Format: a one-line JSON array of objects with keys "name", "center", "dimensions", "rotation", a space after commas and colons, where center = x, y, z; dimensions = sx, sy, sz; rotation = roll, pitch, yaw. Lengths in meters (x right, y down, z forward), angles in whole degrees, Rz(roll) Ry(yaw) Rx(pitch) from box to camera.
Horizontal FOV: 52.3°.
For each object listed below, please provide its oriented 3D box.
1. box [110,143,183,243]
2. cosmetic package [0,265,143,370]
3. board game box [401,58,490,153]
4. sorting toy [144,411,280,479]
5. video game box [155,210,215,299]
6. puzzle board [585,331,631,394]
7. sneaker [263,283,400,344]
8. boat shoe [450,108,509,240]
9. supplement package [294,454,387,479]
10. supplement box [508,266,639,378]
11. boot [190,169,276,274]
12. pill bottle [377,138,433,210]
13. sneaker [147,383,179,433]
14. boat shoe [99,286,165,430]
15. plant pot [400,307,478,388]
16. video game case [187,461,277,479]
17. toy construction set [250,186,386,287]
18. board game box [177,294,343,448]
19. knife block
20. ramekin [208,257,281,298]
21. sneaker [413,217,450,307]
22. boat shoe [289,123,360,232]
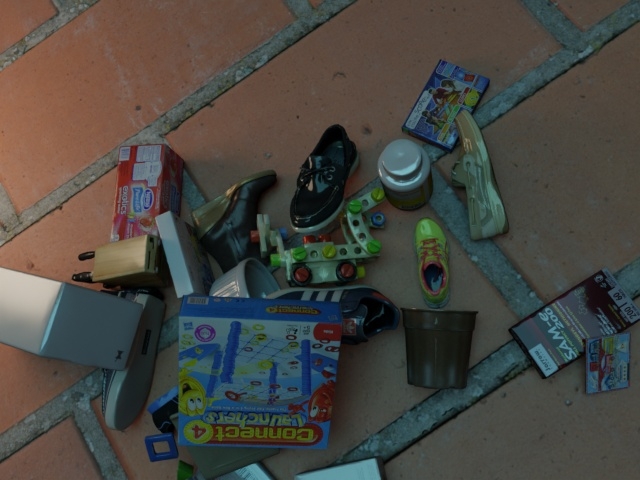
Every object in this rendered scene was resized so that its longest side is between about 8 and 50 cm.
[{"name": "box", "center": [-0.432, -0.102, 1.637], "dimensions": [0.128, 0.122, 0.256], "rotation": [-2, 76, 12]}, {"name": "cosmetic package", "center": [-0.658, 0.162, 1.496], "dimensions": [0.453, 0.230, 0.161], "rotation": [8, 77, 33]}, {"name": "board game box", "center": [0.304, -0.327, 1.583], "dimensions": [0.136, 0.035, 0.201], "rotation": [28, 83, 17]}, {"name": "sorting toy", "center": [-0.204, 0.416, 1.421], "dimensions": [0.348, 0.047, 0.196], "rotation": [-22, 111, 4]}, {"name": "video game box", "center": [-0.309, 0.051, 1.539], "dimensions": [0.048, 0.187, 0.205], "rotation": [-22, 72, 8]}, {"name": "puzzle board", "center": [0.593, 0.254, 1.340], "dimensions": [0.096, 0.011, 0.128], "rotation": [-8, 106, -5]}, {"name": "sneaker", "center": [0.013, 0.169, 1.368], "dimensions": [0.350, 0.148, 0.131], "rotation": [-12, 109, -29]}, {"name": "boat shoe", "center": [0.345, -0.151, 1.490], "dimensions": [0.098, 0.109, 0.302], "rotation": [-16, 82, 13]}, {"name": "supplement package", "center": [0.049, 0.528, 1.383], "dimensions": [0.179, 0.105, 0.105], "rotation": [-15, 74, 7]}, {"name": "supplement box", "center": [0.539, 0.177, 1.384], "dimensions": [0.239, 0.073, 0.130], "rotation": [-34, 73, 3]}, {"name": "boot", "center": [-0.174, -0.036, 1.604], "dimensions": [0.248, 0.090, 0.206], "rotation": [-32, 86, -2]}, {"name": "pill bottle", "center": [0.191, -0.149, 1.467], "dimensions": [0.117, 0.215, 0.117], "rotation": [-3, 75, 11]}, {"name": "sneaker", "center": [-0.291, 0.363, 1.516], "dimensions": [0.232, 0.081, 0.090], "rotation": [-39, 74, 8]}, {"name": "boat shoe", "center": [-0.491, 0.274, 1.566], "dimensions": [0.158, 0.127, 0.340], "rotation": [4, 69, 20]}, {"name": "plant pot", "center": [0.251, 0.229, 1.396], "dimensions": [0.167, 0.167, 0.165], "rotation": [2, 85, 13]}, {"name": "video game case", "center": [-0.189, 0.654, 1.439], "dimensions": [0.329, 0.036, 0.300], "rotation": [42, 87, 18]}, {"name": "toy construction set", "center": [0.000, 0.000, 1.489], "dimensions": [0.328, 0.151, 0.215], "rotation": [-8, 77, 3]}, {"name": "board game box", "center": [-0.124, 0.264, 1.287], "dimensions": [0.308, 0.086, 0.301], "rotation": [3, 114, -5]}, {"name": "knife block", "center": [-0.488, 0.056, 1.543], "dimensions": [0.242, 0.275, 0.088], "rotation": [1, 76, -5]}, {"name": "ramekin", "center": [-0.162, 0.154, 1.477], "dimensions": [0.109, 0.207, 0.207], "rotation": [-27, 72, 14]}, {"name": "sneaker", "center": [0.254, 0.042, 1.468], "dimensions": [0.082, 0.094, 0.208], "rotation": [-11, 72, 11]}, {"name": "boat shoe", "center": [0.005, -0.153, 1.469], "dimensions": [0.127, 0.113, 0.340], "rotation": [4, 39, 26]}]
